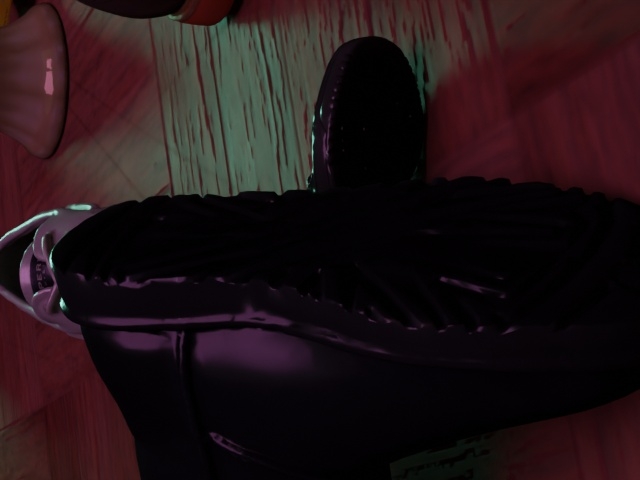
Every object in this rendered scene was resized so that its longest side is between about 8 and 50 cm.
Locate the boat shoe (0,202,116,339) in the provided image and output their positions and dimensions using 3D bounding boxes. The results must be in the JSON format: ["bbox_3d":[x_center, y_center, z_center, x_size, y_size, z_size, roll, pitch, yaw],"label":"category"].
[{"bbox_3d":[-0.141,0.018,0.770,0.267,0.088,0.096,11,101,61],"label":"boat shoe"}]

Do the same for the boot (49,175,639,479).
[{"bbox_3d":[0.025,0.087,0.466,0.246,0.094,0.207,1,120,29],"label":"boot"}]

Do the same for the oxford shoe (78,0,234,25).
[{"bbox_3d":[-0.094,-0.255,0.659,0.097,0.098,0.271,0,91,62],"label":"oxford shoe"}]

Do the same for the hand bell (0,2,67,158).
[{"bbox_3d":[-0.329,-0.125,0.946,0.126,0.242,0.126,7,98,62],"label":"hand bell"}]

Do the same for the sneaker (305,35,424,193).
[{"bbox_3d":[0.002,0.000,0.545,0.089,0.051,0.170,4,98,57],"label":"sneaker"}]

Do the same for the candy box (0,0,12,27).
[{"bbox_3d":[-0.253,-0.276,1.009,0.105,0.027,0.206,-104,28,-47],"label":"candy box"}]
